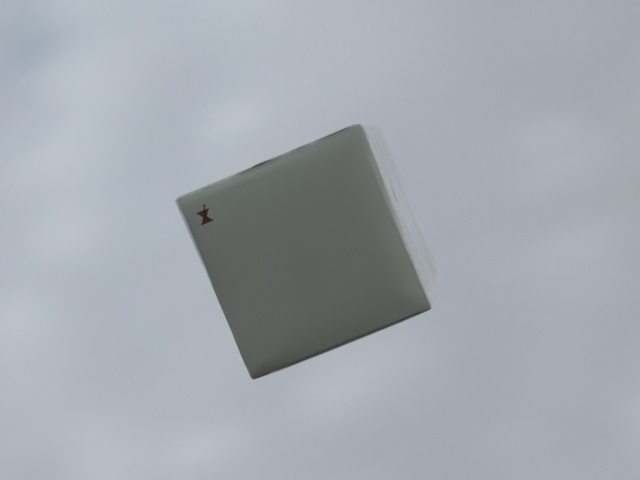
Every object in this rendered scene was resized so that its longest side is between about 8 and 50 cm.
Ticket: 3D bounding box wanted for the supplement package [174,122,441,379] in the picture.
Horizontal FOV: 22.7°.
[{"bbox_3d":[0.000,0.000,0.887,0.105,0.179,0.105,-21,-88,7],"label":"supplement package"}]
